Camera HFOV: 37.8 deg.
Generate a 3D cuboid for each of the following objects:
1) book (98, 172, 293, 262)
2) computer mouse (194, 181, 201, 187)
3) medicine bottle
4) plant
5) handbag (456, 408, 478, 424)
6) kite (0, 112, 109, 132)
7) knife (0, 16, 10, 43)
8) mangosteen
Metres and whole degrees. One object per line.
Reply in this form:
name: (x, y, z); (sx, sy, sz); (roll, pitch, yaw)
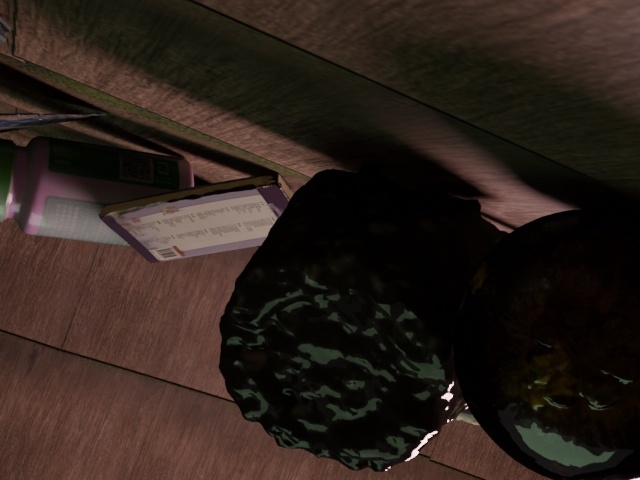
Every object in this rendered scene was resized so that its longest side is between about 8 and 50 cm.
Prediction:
book: (-0.139, -0.026, 1.172); (0.231, 0.026, 0.157); (-10, 156, 11)
computer mouse: (-0.264, -0.060, 1.570); (0.203, 0.114, 0.374); (25, 166, -30)
medicine bottle: (-0.315, -0.064, 1.238); (0.274, 0.134, 0.133); (7, -179, -24)
plant: (0.065, 0.044, 0.836); (0.215, 0.213, 0.312); (19, -148, 22)
handbag: (0.258, 0.196, 1.700); (0.340, 0.247, 0.240); (16, -174, 17)
kite: (-0.399, -0.130, 1.060); (0.314, 0.012, 0.335); (-8, -176, -11)
knife: (-0.261, -0.174, 0.674); (0.044, 0.023, 0.162); (16, 175, 2)
mangosteen: (0.196, 0.069, 0.656); (0.192, 0.192, 0.217); (18, -171, 19)
